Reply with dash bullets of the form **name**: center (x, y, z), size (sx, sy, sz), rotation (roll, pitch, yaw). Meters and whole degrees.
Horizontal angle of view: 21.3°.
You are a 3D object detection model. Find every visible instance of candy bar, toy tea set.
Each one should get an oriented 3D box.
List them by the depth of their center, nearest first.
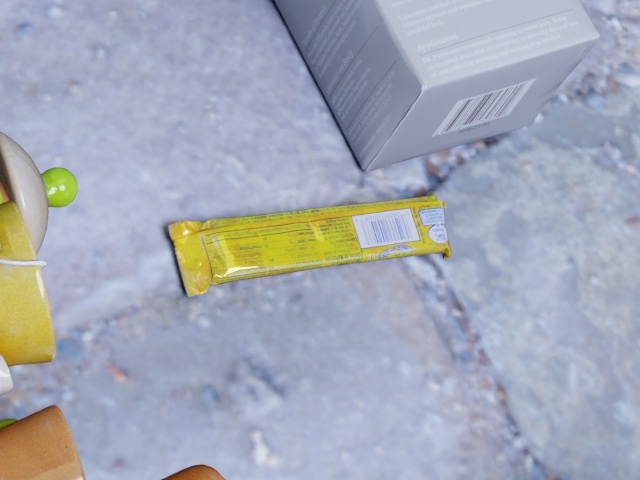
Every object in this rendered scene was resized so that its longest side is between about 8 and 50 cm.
- **toy tea set**: center (-0.093, 0.082, 0.728), size (0.124, 0.200, 0.336), rotation (-15, 66, -17)
- **candy bar**: center (0.000, 0.000, 0.904), size (0.161, 0.018, 0.040), rotation (-7, 72, -24)

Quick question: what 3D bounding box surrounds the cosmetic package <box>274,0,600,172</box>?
- **cosmetic package**: center (0.037, -0.173, 0.955), size (0.127, 0.107, 0.238), rotation (-17, 70, -27)
